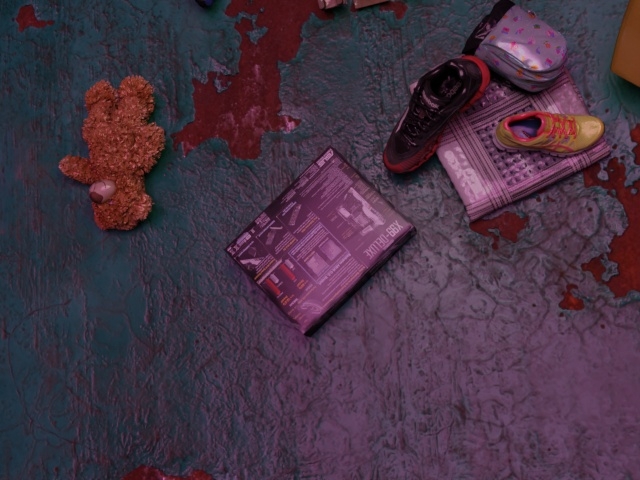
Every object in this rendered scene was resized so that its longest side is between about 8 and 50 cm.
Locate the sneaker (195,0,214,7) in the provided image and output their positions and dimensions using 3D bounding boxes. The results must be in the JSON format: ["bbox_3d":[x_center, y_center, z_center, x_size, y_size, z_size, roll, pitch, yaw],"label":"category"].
[{"bbox_3d":[-0.197,-0.657,1.906,0.147,0.130,0.330,16,82,16],"label":"sneaker"}]

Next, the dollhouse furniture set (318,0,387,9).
[{"bbox_3d":[0.084,-0.615,1.861,0.212,0.161,0.242,-12,99,9],"label":"dollhouse furniture set"}]

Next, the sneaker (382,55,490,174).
[{"bbox_3d":[0.203,-0.241,1.683,0.097,0.135,0.276,46,110,17],"label":"sneaker"}]

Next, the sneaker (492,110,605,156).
[{"bbox_3d":[0.432,-0.206,1.666,0.208,0.094,0.081,-4,77,6],"label":"sneaker"}]

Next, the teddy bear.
[{"bbox_3d":[-0.438,-0.193,1.872,0.245,0.113,0.338,12,82,16],"label":"teddy bear"}]

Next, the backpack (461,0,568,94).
[{"bbox_3d":[0.382,-0.365,1.694,0.182,0.115,0.152,38,84,10],"label":"backpack"}]

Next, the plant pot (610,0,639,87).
[{"bbox_3d":[0.658,-0.372,1.629,0.212,0.212,0.187,33,126,16],"label":"plant pot"}]

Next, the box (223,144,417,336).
[{"bbox_3d":[0.000,0.000,1.764,0.307,0.076,0.242,-45,74,0],"label":"box"}]

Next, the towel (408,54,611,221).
[{"bbox_3d":[0.366,-0.244,1.750,0.312,0.056,0.324,-25,75,6],"label":"towel"}]
